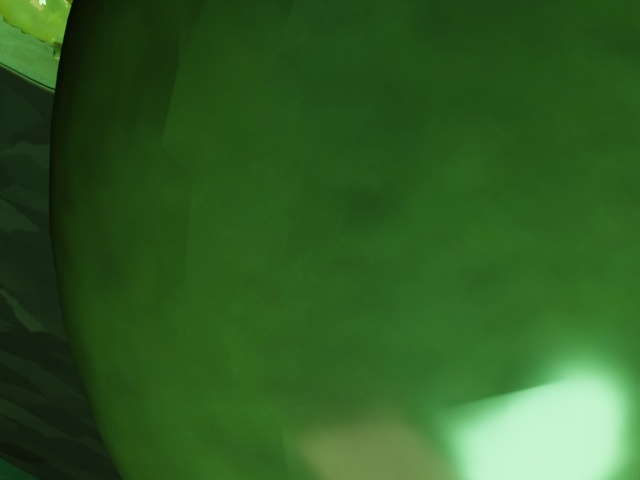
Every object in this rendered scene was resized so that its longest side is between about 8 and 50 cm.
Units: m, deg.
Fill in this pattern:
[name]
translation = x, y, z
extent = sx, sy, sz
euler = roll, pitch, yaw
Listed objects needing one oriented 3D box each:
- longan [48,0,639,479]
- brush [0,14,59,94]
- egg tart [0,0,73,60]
[longan]
translation = 0.078, -0.009, 0.470
extent = 0.360, 0.361, 0.361
euler = 18, 155, 9
[brush]
translation = -0.292, -0.169, 0.944
extent = 0.327, 0.070, 0.065
euler = 21, 174, -2
[egg tart]
translation = -0.092, -0.171, 0.650
extent = 0.345, 0.133, 0.345
euler = 16, 163, 5
